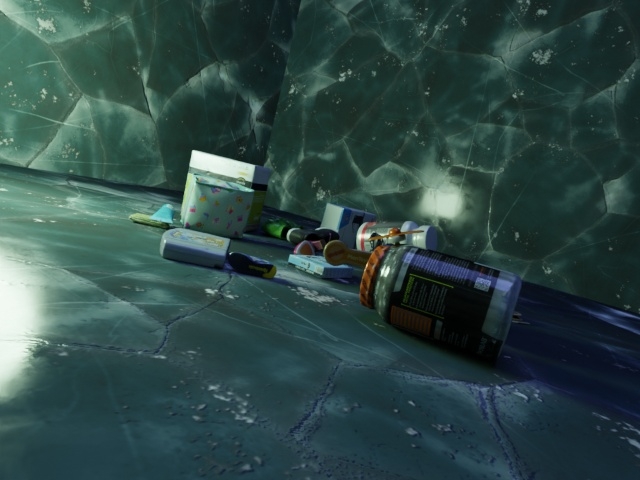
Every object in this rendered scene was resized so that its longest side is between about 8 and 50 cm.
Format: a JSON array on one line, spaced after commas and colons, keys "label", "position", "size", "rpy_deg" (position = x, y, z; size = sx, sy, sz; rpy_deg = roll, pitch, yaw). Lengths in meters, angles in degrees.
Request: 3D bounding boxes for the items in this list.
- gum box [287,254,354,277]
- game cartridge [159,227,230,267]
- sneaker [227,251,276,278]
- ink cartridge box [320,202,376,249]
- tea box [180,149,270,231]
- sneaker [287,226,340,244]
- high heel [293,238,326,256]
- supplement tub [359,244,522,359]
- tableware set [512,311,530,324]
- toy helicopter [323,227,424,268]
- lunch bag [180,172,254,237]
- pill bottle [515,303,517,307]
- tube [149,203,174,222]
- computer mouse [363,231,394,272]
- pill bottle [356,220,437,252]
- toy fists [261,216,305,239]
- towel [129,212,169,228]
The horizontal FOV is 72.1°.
[{"label": "gum box", "position": [0.003, 0.091, 1.555], "size": [0.157, 0.041, 0.184], "rpy_deg": [18, 7, 37]}, {"label": "game cartridge", "position": [-0.381, 0.016, 1.346], "size": [0.198, 0.062, 0.297], "rpy_deg": [17, 6, -11]}, {"label": "sneaker", "position": [-0.198, 0.071, 1.269], "size": [0.144, 0.053, 0.059], "rpy_deg": [21, 6, -11]}, {"label": "ink cartridge box", "position": [0.147, -0.065, 2.391], "size": [0.129, 0.223, 0.307], "rpy_deg": [20, 9, 40]}, {"label": "tea box", "position": [-0.457, -0.236, 2.139], "size": [0.329, 0.323, 0.220], "rpy_deg": [16, 7, 12]}, {"label": "sneaker", "position": [0.000, 0.000, 2.100], "size": [0.295, 0.104, 0.147], "rpy_deg": [2, 14, -36]}, {"label": "high heel", "position": [-0.075, 0.042, 1.789], "size": [0.117, 0.082, 0.244], "rpy_deg": [-18, 7, 26]}, {"label": "supplement tub", "position": [0.279, 0.133, 1.050], "size": [0.338, 0.207, 0.207], "rpy_deg": [17, 7, 23]}, {"label": "tableware set", "position": [0.628, 0.247, 1.546], "size": [0.194, 0.039, 0.128], "rpy_deg": [11, 7, -21]}, {"label": "toy helicopter", "position": [0.187, 0.054, 1.406], "size": [0.355, 0.235, 0.140], "rpy_deg": [13, 7, -4]}, {"label": "lunch bag", "position": [-0.415, -0.135, 1.803], "size": [0.262, 0.223, 0.160], "rpy_deg": [11, 15, -26]}, {"label": "pill bottle", "position": [0.470, 0.174, 1.307], "size": [0.162, 0.162, 0.278], "rpy_deg": [19, 9, 37]}, {"label": "tube", "position": [-0.586, -0.096, 1.655], "size": [0.080, 0.052, 0.207], "rpy_deg": [7, 12, -14]}, {"label": "computer mouse", "position": [0.309, 0.088, 1.741], "size": [0.272, 0.188, 0.072], "rpy_deg": [22, -23, -17]}, {"label": "pill bottle", "position": [0.332, 0.004, 1.908], "size": [0.318, 0.176, 0.176], "rpy_deg": [0, -3, 36]}, {"label": "toy fists", "position": [-0.195, -0.065, 2.247], "size": [0.142, 0.096, 0.279], "rpy_deg": [16, 8, 24]}, {"label": "towel", "position": [-0.649, -0.076, 1.678], "size": [0.148, 0.027, 0.110], "rpy_deg": [11, 6, -16]}]
